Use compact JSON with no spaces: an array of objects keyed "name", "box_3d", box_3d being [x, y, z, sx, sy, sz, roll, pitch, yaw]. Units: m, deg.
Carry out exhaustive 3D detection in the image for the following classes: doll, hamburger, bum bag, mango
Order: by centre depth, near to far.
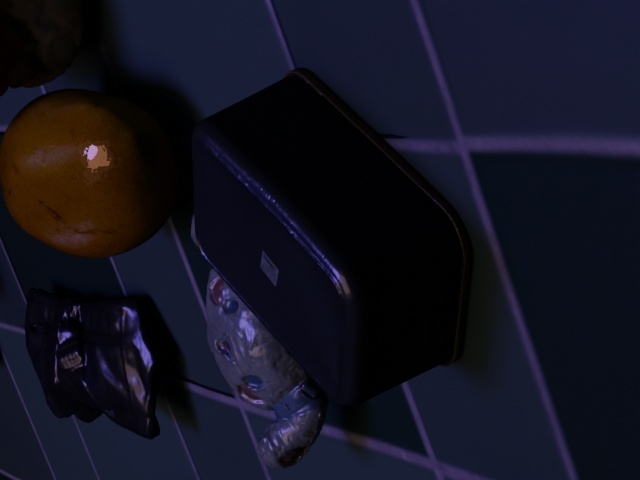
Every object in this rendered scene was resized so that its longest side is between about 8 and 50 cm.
[{"name":"doll","box_3d":[-0.041,0.067,1.383,0.103,0.072,0.214,-4,102,51]},{"name":"mango","box_3d":[-0.182,-0.056,1.482,0.145,0.112,0.219,52,154,-11]},{"name":"hamburger","box_3d":[-0.296,-0.215,1.507,0.244,0.163,0.244,39,149,29]},{"name":"bum bag","box_3d":[-0.221,0.116,1.788,0.310,0.074,0.137,1,105,63]}]

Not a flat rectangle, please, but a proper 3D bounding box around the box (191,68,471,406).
[{"name":"box","box_3d":[0.000,0.000,1.208,0.201,0.090,0.144,47,150,33]}]
